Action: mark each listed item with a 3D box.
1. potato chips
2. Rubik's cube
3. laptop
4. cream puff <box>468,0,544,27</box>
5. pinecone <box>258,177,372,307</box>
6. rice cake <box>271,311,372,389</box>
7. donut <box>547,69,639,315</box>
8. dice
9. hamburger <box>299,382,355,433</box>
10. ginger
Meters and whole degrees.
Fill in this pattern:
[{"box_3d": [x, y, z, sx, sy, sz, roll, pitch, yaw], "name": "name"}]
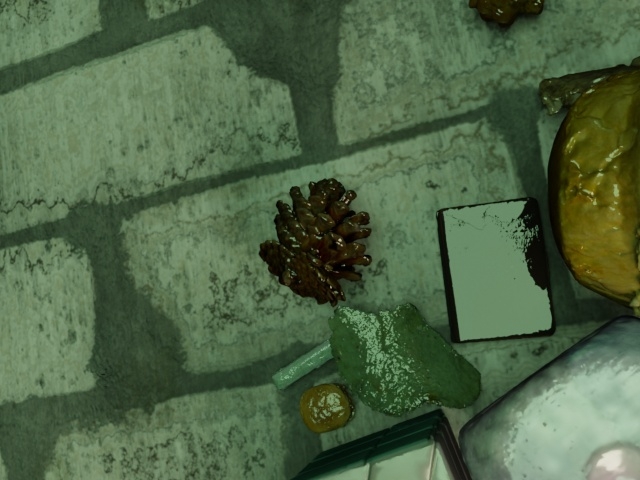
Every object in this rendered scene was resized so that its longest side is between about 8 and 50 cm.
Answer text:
[{"box_3d": [0.124, 0.178, 0.914, 0.228, 0.059, 0.167, -2, 72, 9], "name": "potato chips"}, {"box_3d": [0.101, 0.382, 0.821, 0.231, 0.224, 0.221, -24, 78, 12], "name": "Rubik's cube"}, {"box_3d": [0.261, 0.045, 0.921, 0.154, 0.026, 0.207, -8, 82, 14], "name": "laptop"}, {"box_3d": [0.291, -0.382, 0.933, 0.122, 0.094, 0.116, -19, 73, 38], "name": "cream puff"}, {"box_3d": [-0.003, 0.001, 0.937, 0.179, 0.150, 0.195, 8, 86, 47], "name": "pinecone"}, {"box_3d": [0.010, 0.175, 0.976, 0.207, 0.033, 0.033, -34, 82, 10], "name": "rice cake"}, {"box_3d": [0.381, -0.063, 0.742, 0.160, 0.330, 0.330, 12, 87, 41], "name": "donut"}, {"box_3d": [0.345, 0.268, 0.725, 0.270, 0.271, 0.270, -38, 69, 9], "name": "dice"}, {"box_3d": [0.010, 0.262, 0.960, 0.083, 0.044, 0.076, -30, 75, 14], "name": "hamburger"}, {"box_3d": [0.457, -0.229, 0.856, 0.290, 0.122, 0.084, -7, 113, 13], "name": "ginger"}]
